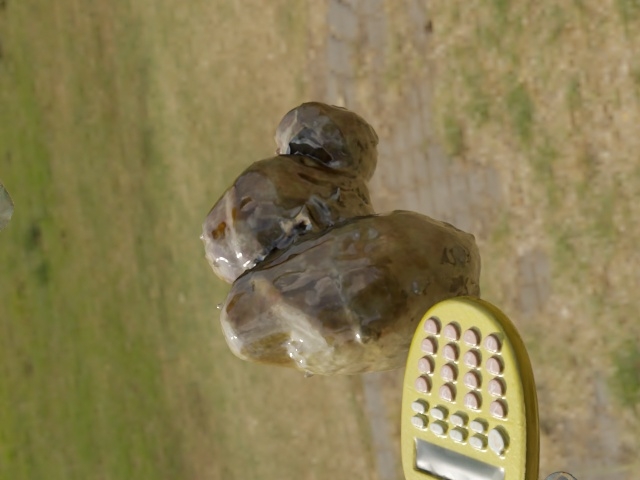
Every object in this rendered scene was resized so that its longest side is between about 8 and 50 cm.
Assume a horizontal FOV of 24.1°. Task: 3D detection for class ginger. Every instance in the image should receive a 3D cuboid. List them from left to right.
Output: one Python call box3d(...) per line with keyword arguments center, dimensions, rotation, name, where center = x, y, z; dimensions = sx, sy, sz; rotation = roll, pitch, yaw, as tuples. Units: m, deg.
box3d(center=(0.000, 0.000, 1.411), dimensions=(0.304, 0.245, 0.155), rotation=(58, 175, 39), name="ginger")

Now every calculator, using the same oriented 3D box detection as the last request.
box3d(center=(0.123, 0.162, 1.239), dimensions=(0.146, 0.032, 0.234), rotation=(14, 108, 48), name="calculator")

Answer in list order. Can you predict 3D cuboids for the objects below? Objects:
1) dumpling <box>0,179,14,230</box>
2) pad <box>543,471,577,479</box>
box3d(center=(-0.380, -0.084, 1.350), dimensions=(0.124, 0.151, 0.228), rotation=(-111, -3, -71), name="dumpling")
box3d(center=(0.337, 0.548, 2.068), dimensions=(0.375, 0.063, 0.315), rotation=(55, 129, 29), name="pad")
